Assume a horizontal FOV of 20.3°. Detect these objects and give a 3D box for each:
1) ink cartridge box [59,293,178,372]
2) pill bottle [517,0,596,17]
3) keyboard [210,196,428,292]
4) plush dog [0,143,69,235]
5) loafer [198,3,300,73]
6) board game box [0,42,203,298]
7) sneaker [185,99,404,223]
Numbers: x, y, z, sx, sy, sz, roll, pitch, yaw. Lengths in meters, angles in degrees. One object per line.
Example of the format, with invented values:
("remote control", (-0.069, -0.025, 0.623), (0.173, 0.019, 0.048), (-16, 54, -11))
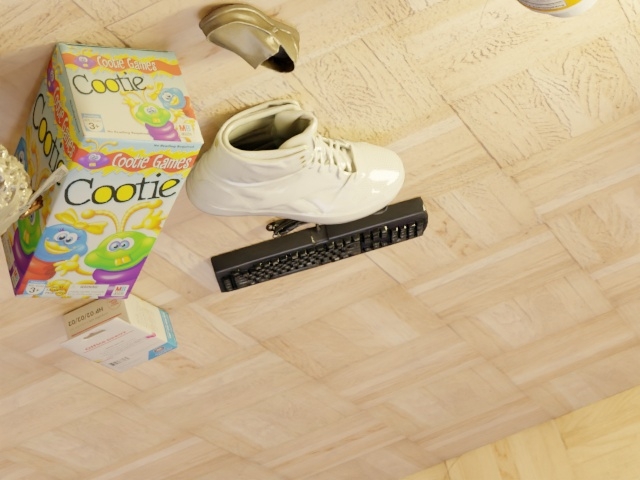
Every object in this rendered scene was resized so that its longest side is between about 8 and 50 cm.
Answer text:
("ink cartridge box", (-0.298, 0.128, 2.584), (0.104, 0.061, 0.181), (-25, 155, 15))
("pill bottle", (0.239, -0.318, 1.916), (0.117, 0.117, 0.215), (-24, 156, 14))
("keyboard", (0.000, 0.000, 2.550), (0.317, 0.033, 0.201), (-17, 156, -2))
("plush dog", (-0.414, -0.089, 1.867), (0.262, 0.225, 0.210), (-41, 179, 33))
("loafer", (-0.073, -0.223, 1.995), (0.148, 0.050, 0.056), (9, 145, -45))
("board game box", (-0.255, -0.072, 2.017), (0.144, 0.142, 0.275), (1, 139, -27))
("sneaker", (-0.007, -0.100, 2.235), (0.292, 0.108, 0.169), (-5, 156, -23))
